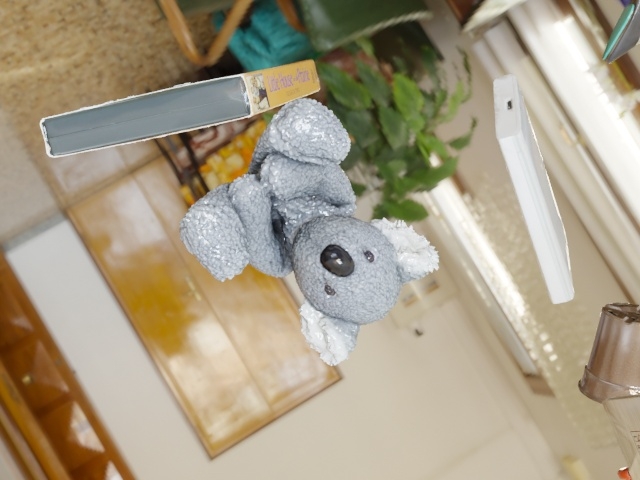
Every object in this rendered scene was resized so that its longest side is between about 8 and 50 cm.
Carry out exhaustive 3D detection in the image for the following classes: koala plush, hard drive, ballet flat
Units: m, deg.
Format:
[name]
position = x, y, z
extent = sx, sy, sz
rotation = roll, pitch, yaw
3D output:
[koala plush]
position = 0.000, 0.000, 0.969
extent = 0.196, 0.221, 0.203
rotation = -48, 178, -3
[hard drive]
position = 0.332, -0.081, 1.459
extent = 0.040, 0.308, 0.203
rotation = -15, -149, 19
[ballet flat]
position = 0.514, -0.370, 1.477
extent = 0.074, 0.074, 0.203
rotation = -26, 136, -72

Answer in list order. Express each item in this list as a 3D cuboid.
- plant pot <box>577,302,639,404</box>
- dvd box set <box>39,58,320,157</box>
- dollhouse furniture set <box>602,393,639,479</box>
[plant pot]
position = 0.579, 0.213, 1.753
extent = 0.166, 0.165, 0.167
rotation = 5, -165, -1
[dvd box set]
position = -0.193, -0.211, 1.437
extent = 0.307, 0.062, 0.420
rotation = -10, -169, 15
[dollhouse furniture set]
position = 0.380, 0.152, 0.776
extent = 0.259, 0.135, 0.262
rotation = -17, 172, -20
